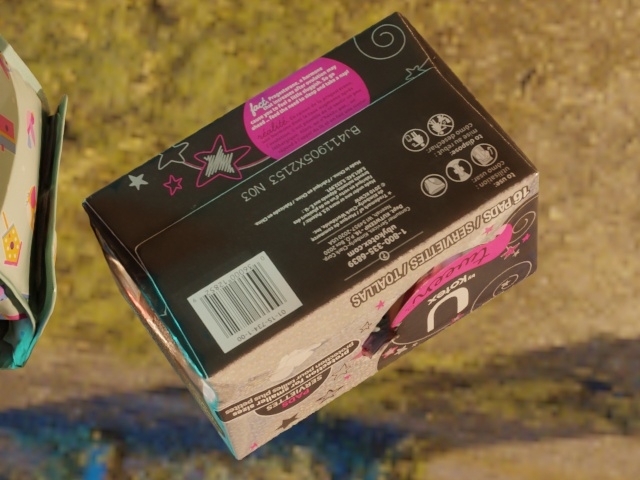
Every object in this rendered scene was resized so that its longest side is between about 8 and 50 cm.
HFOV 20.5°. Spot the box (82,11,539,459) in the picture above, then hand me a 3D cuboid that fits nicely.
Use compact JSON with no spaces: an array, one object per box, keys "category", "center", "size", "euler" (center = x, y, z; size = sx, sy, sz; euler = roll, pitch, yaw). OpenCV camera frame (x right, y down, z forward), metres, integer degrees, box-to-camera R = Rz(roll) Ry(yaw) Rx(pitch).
[{"category":"box","center":[0.000,0.000,1.161],"size":[0.247,0.163,0.142],"euler":[-32,153,-10]}]

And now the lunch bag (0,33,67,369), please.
[{"category":"lunch bag","center":[-0.289,-0.039,1.420],"size":[0.160,0.223,0.262],"euler":[-11,150,16]}]
